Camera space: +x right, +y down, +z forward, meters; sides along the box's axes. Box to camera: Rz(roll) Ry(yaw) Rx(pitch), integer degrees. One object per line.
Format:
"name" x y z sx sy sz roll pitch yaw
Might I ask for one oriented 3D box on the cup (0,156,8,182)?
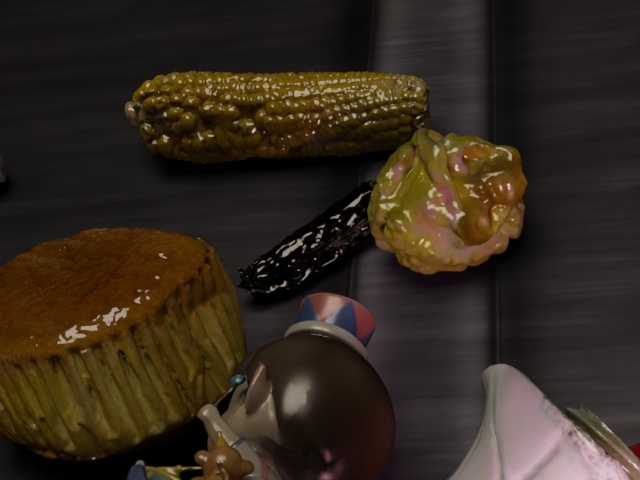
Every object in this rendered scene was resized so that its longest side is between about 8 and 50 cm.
"cup" -0.397 -0.076 1.823 0.116 0.074 0.104 -28 17 -5

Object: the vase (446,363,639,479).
"vase" 0.032 0.285 1.067 0.445 0.250 0.250 -45 45 -4

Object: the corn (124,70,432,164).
"corn" -0.044 -0.127 1.732 0.320 0.097 0.097 -1 43 16

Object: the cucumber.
"cucumber" 0.000 0.000 1.607 0.181 0.053 0.053 -33 43 -14

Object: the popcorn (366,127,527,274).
"popcorn" 0.115 -0.034 1.558 0.145 0.126 0.125 -3 66 -7

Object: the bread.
"bread" -0.192 0.081 1.470 0.227 0.142 0.253 -38 30 -32

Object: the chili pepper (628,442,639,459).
"chili pepper" 0.194 0.253 1.227 0.137 0.092 0.368 19 54 15

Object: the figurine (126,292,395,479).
"figurine" -0.037 0.163 1.361 0.158 0.161 0.275 8 40 46
